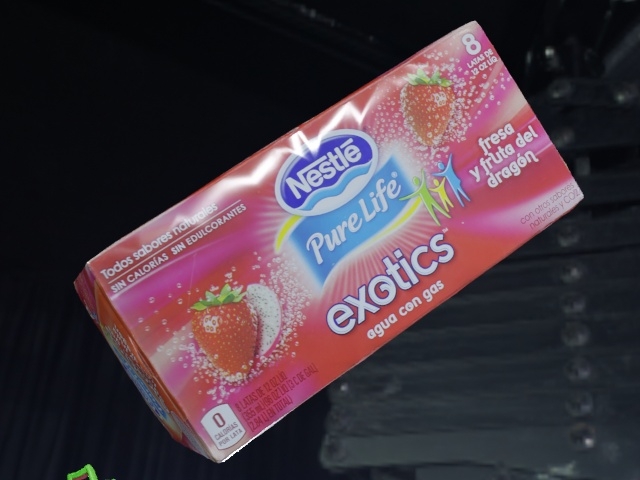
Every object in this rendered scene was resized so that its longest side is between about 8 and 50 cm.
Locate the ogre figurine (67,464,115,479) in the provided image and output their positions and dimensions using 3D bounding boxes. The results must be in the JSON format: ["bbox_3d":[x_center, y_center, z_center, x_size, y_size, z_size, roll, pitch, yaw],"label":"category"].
[{"bbox_3d":[-0.399,0.431,1.696,0.118,0.097,0.197,-40,-40,11],"label":"ogre figurine"}]

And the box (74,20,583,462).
[{"bbox_3d":[0.000,0.000,0.597,0.123,0.256,0.128,57,-17,-4],"label":"box"}]
